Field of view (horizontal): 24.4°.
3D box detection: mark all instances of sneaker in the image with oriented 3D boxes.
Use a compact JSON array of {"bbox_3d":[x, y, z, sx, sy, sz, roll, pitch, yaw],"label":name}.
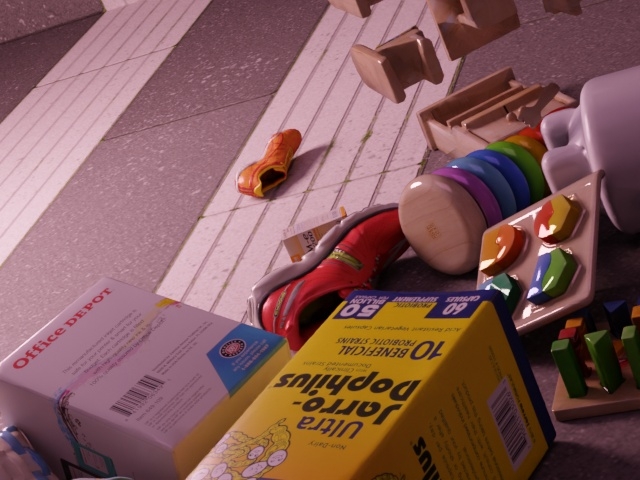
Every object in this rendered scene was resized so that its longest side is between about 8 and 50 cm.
[{"bbox_3d":[0.037,0.058,1.955,0.279,0.107,0.118,-37,45,-21],"label":"sneaker"},{"bbox_3d":[-0.073,-0.124,2.464,0.067,0.064,0.175,16,46,26],"label":"sneaker"}]

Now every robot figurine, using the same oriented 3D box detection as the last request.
[{"bbox_3d":[0.450,-0.128,1.805,0.353,0.200,0.300,-14,43,20],"label":"robot figurine"}]

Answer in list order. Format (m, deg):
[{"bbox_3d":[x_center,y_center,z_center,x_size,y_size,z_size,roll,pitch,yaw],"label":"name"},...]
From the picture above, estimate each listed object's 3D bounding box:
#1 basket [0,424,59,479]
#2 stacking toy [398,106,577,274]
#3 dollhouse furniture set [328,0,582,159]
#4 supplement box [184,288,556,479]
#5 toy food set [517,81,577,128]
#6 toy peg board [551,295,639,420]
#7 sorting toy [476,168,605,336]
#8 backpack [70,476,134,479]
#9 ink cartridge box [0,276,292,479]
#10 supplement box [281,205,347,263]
[{"bbox_3d":[-0.381,0.343,1.521,0.289,0.201,0.255,-20,56,-42],"label":"basket"},{"bbox_3d":[0.258,-0.085,2.002,0.330,0.141,0.141,-33,25,-36],"label":"stacking toy"},{"bbox_3d":[0.216,-0.312,2.159,0.362,0.394,0.256,-28,24,-10],"label":"dollhouse furniture set"},{"bbox_3d":[0.049,0.222,1.445,0.194,0.195,0.356,-2,32,39],"label":"supplement box"},{"bbox_3d":[0.358,-0.126,1.986,0.132,0.192,0.038,-47,-11,-46],"label":"toy food set"},{"bbox_3d":[0.326,0.104,1.586,0.161,0.079,0.161,-12,27,24],"label":"toy peg board"},{"bbox_3d":[0.246,0.024,1.731,0.193,0.038,0.208,-31,33,44],"label":"sorting toy"},{"bbox_3d":[-0.193,0.318,1.420,0.144,0.188,0.166,-14,38,57],"label":"backpack"},{"bbox_3d":[-0.183,0.198,1.628,0.270,0.197,0.198,17,43,33],"label":"ink cartridge box"},{"bbox_3d":[0.000,0.000,2.116,0.098,0.062,0.036,-22,25,5],"label":"supplement box"}]
